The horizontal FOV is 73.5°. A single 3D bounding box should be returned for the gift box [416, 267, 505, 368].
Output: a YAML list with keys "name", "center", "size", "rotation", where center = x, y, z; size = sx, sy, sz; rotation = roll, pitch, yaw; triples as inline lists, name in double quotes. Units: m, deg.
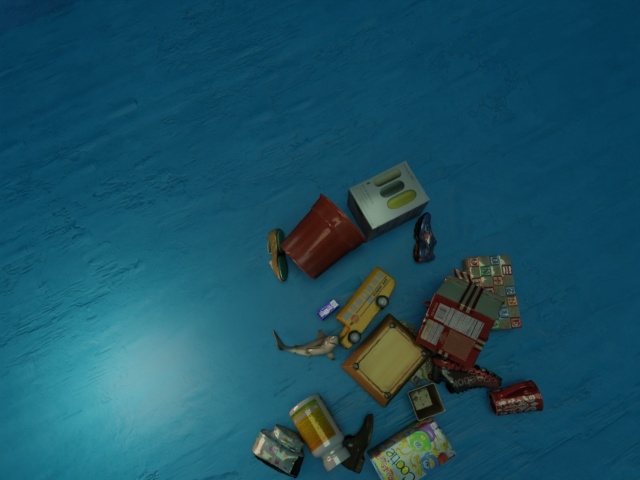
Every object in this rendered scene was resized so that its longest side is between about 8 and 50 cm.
- name: "gift box"
  center: [0.513, 0.273, 1.608]
  size: [0.277, 0.258, 0.254]
  rotation: [30, 116, 21]

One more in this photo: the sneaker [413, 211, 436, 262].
- name: "sneaker"
  center: [0.447, -0.011, 1.817]
  size: [0.087, 0.083, 0.220]
  rotation: [8, 81, -11]

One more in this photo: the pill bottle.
- name: "pill bottle"
  center: [0.002, 0.708, 1.583]
  size: [0.137, 0.136, 0.245]
  rotation: [-33, 66, -7]

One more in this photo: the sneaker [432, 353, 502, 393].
- name: "sneaker"
  center: [0.558, 0.537, 1.661]
  size: [0.277, 0.097, 0.134]
  rotation: [16, 83, 2]

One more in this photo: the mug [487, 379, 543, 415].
- name: "mug"
  center: [0.735, 0.589, 1.633]
  size: [0.170, 0.113, 0.150]
  rotation: [-12, 102, 3]

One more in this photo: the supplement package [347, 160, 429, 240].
- name: "supplement package"
  center: [0.273, -0.159, 1.786]
  size: [0.263, 0.198, 0.199]
  rotation: [-27, 77, -6]

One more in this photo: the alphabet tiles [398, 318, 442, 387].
- name: "alphabet tiles"
  center: [0.376, 0.461, 1.727]
  size: [0.237, 0.009, 0.198]
  rotation: [31, 78, 8]

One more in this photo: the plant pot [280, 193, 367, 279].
- name: "plant pot"
  center: [0.000, 0.000, 1.733]
  size: [0.265, 0.272, 0.272]
  rotation: [-44, 79, -1]

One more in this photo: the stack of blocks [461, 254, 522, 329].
- name: "stack of blocks"
  center: [0.691, 0.214, 1.742]
  size: [0.172, 0.087, 0.296]
  rotation: [-4, 76, 0]

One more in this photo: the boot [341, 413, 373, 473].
- name: "boot"
  center: [0.129, 0.754, 1.620]
  size: [0.106, 0.082, 0.219]
  rotation: [18, 79, 3]

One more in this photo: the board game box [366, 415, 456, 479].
- name: "board game box"
  center: [0.328, 0.781, 1.577]
  size: [0.276, 0.144, 0.142]
  rotation: [-29, 77, -7]

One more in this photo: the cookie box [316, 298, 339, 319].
- name: "cookie box"
  center: [0.030, 0.279, 1.727]
  size: [0.092, 0.107, 0.040]
  rotation: [-39, 80, -7]

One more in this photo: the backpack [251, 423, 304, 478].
- name: "backpack"
  center: [-0.152, 0.763, 1.579]
  size: [0.189, 0.166, 0.144]
  rotation: [19, 76, 2]

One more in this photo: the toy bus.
- name: "toy bus"
  center: [0.173, 0.275, 1.725]
  size: [0.130, 0.108, 0.332]
  rotation: [38, 80, 10]

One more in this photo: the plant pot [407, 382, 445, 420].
- name: "plant pot"
  center: [0.395, 0.611, 1.643]
  size: [0.109, 0.096, 0.109]
  rotation: [-18, 77, -4]

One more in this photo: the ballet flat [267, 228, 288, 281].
- name: "ballet flat"
  center: [-0.184, 0.065, 1.814]
  size: [0.073, 0.080, 0.232]
  rotation: [-14, 71, 26]

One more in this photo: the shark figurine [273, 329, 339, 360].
- name: "shark figurine"
  center: [-0.041, 0.406, 1.719]
  size: [0.279, 0.166, 0.116]
  rotation: [-8, 49, 17]

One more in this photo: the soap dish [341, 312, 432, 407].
- name: "soap dish"
  center: [0.261, 0.462, 1.664]
  size: [0.229, 0.118, 0.291]
  rotation: [43, 79, 11]
